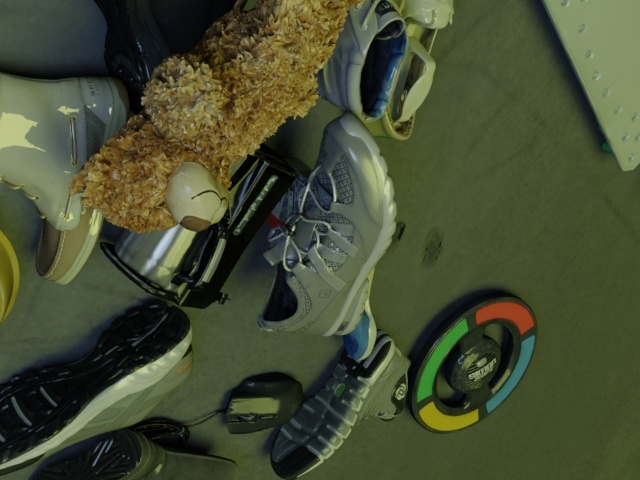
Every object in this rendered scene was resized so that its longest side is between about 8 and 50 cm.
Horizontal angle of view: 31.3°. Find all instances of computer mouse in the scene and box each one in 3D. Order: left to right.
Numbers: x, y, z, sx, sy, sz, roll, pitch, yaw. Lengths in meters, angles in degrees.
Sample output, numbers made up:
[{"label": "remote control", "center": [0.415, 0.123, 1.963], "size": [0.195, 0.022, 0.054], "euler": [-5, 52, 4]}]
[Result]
[{"label": "computer mouse", "center": [-0.120, 0.218, 1.378], "size": [0.242, 0.041, 0.071], "euler": [-16, 128, -30]}]

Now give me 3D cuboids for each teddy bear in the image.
[{"label": "teddy bear", "center": [-0.060, -0.130, 0.968], "size": [0.338, 0.113, 0.245], "euler": [-48, 179, -7]}]

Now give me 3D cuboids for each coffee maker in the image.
[{"label": "coffee maker", "center": [-0.116, -0.031, 1.175], "size": [0.178, 0.120, 0.171], "euler": [-55, 169, 7]}]

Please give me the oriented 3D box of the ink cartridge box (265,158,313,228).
[{"label": "ink cartridge box", "center": [-0.033, -0.026, 1.264], "size": [0.029, 0.063, 0.115], "euler": [-2, 120, -37]}]

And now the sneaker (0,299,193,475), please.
[{"label": "sneaker", "center": [-0.247, 0.176, 1.210], "size": [0.271, 0.100, 0.108], "euler": [-29, 138, -20]}]

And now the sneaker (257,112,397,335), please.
[{"label": "sneaker", "center": [0.000, 0.000, 1.181], "size": [0.115, 0.105, 0.281], "euler": [-10, 130, -25]}]

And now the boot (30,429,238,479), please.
[{"label": "boot", "center": [-0.218, 0.290, 1.332], "size": [0.189, 0.076, 0.208], "euler": [-27, 157, 13]}]

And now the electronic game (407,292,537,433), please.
[{"label": "electronic game", "center": [0.217, 0.176, 1.612], "size": [0.229, 0.048, 0.229], "euler": [-20, 129, -27]}]

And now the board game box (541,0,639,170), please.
[{"label": "board game box", "center": [0.454, -0.337, 1.451], "size": [0.390, 0.050, 0.390], "euler": [-45, 137, -4]}]

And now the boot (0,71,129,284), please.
[{"label": "boot", "center": [-0.277, -0.057, 1.041], "size": [0.165, 0.077, 0.213], "euler": [2, 119, -36]}]

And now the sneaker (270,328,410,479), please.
[{"label": "sneaker", "center": [0.043, 0.232, 1.488], "size": [0.229, 0.086, 0.132], "euler": [-51, 139, 0]}]

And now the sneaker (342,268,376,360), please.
[{"label": "sneaker", "center": [0.022, 0.087, 1.386], "size": [0.084, 0.058, 0.152], "euler": [-20, 125, -34]}]

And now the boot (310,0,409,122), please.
[{"label": "boot", "center": [0.048, -0.248, 1.134], "size": [0.095, 0.123, 0.258], "euler": [-14, 126, -32]}]

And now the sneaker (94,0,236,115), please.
[{"label": "sneaker", "center": [-0.143, -0.232, 1.023], "size": [0.130, 0.109, 0.286], "euler": [-36, 144, -23]}]

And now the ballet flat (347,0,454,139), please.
[{"label": "ballet flat", "center": [0.101, -0.221, 1.226], "size": [0.086, 0.086, 0.248], "euler": [-3, 120, -37]}]

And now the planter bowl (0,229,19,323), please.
[{"label": "planter bowl", "center": [-0.369, 0.070, 1.004], "size": [0.217, 0.090, 0.217], "euler": [-13, 133, -14]}]
